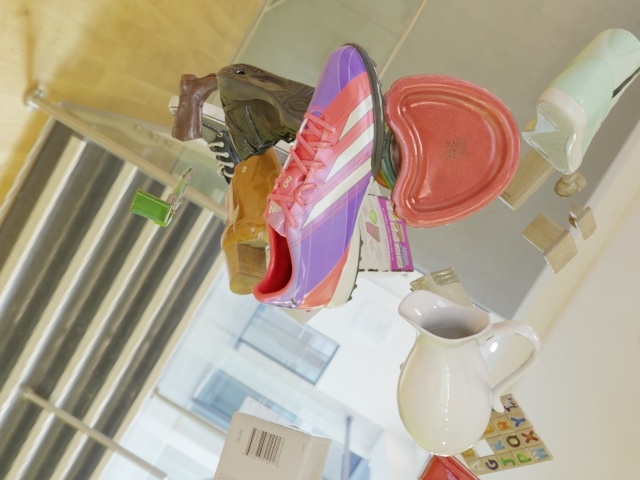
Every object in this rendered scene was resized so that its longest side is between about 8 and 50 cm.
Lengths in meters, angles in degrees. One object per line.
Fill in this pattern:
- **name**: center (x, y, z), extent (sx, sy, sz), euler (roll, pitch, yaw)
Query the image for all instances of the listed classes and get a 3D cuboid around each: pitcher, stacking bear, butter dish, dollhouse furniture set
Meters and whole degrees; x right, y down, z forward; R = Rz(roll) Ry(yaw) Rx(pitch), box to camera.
- **pitcher**: center (0.185, 0.179, 0.843), extent (0.125, 0.177, 0.207), euler (-46, 139, -52)
- **stacking bear**: center (0.140, -0.118, 0.898), extent (0.289, 0.164, 0.176), euler (-145, -132, -82)
- **butter dish**: center (0.231, 0.463, 1.205), extent (0.118, 0.160, 0.160), euler (-48, 169, -5)
- **dollhouse furniture set**: center (-0.264, -0.077, 1.095), extent (0.152, 0.058, 0.076), euler (-81, -164, -64)
- **dollhouse furniture set**: center (0.399, -0.055, 1.149), extent (0.144, 0.151, 0.123), euler (-47, 148, 6)

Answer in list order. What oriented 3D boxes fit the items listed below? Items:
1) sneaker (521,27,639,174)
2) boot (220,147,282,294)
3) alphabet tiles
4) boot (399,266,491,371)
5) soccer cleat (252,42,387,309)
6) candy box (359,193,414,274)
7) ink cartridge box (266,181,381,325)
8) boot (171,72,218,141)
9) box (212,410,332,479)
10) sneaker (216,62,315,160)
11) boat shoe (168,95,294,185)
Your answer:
- **sneaker**: center (0.355, -0.180, 0.868), extent (0.151, 0.094, 0.256), euler (-46, 166, 2)
- **boot**: center (-0.063, -0.070, 0.991), extent (0.295, 0.104, 0.211), euler (-39, -134, 36)
- **alphabet tiles**: center (0.338, 0.377, 1.367), extent (0.198, 0.237, 0.009), euler (-32, -178, 41)
- **boot**: center (0.205, 0.151, 1.219), extent (0.213, 0.165, 0.077), euler (-23, 163, -24)
- **soccer cleat**: center (-0.006, -0.064, 0.753), extent (0.108, 0.116, 0.318), euler (41, -52, 55)
- **candy box**: center (0.086, -0.008, 1.284), extent (0.071, 0.159, 0.233), euler (-16, 167, 34)
- **ink cartridge box**: center (0.000, 0.000, 1.457), extent (0.307, 0.129, 0.223), euler (-40, 132, -19)
- **boot**: center (-0.189, -0.212, 1.067), extent (0.037, 0.106, 0.114), euler (27, 69, -67)
- **box**: center (-0.098, 0.450, 1.288), extent (0.119, 0.180, 0.182), euler (42, 61, -61)
- **sneaker**: center (-0.059, -0.167, 0.966), extent (0.087, 0.227, 0.130), euler (-39, 143, -38)
- **boat shoe**: center (-0.226, -0.219, 1.602), extent (0.127, 0.340, 0.158), euler (11, -100, 68)
